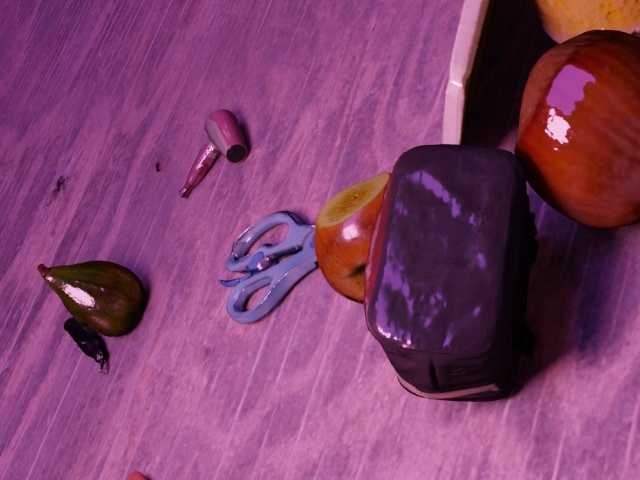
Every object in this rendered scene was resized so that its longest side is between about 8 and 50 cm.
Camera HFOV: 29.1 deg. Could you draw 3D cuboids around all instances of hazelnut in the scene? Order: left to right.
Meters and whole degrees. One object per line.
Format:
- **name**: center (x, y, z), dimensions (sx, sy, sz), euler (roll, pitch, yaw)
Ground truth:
- **hazelnut**: center (0.304, -0.126, 1.290), dimensions (0.210, 0.186, 0.210), euler (-33, 23, 16)

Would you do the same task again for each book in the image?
- **book**: center (0.194, -0.261, 1.533), dimensions (0.035, 0.239, 0.352), euler (11, 62, 9)

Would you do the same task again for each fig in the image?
- **fig**: center (-0.365, 0.079, 1.932), dimensions (0.117, 0.178, 0.117), euler (-53, 24, 36)

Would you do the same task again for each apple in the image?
- **apple**: center (0.064, -0.006, 1.491), dimensions (0.146, 0.163, 0.147), euler (-13, 47, 23)

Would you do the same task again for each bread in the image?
- **bread**: center (0.325, -0.334, 1.450), dimensions (0.197, 0.170, 0.197), euler (-25, 36, 20)

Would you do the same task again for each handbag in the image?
- **handbag**: center (0.137, 0.039, 1.307), dimensions (0.181, 0.181, 0.254), euler (3, 65, 14)

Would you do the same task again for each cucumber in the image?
- **cucumber**: center (-0.375, 0.166, 1.988), dimensions (0.163, 0.039, 0.043), euler (30, 107, 58)

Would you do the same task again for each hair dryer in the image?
- **hair dryer**: center (-0.180, -0.129, 2.009), dimensions (0.154, 0.054, 0.106), euler (-51, 37, 23)

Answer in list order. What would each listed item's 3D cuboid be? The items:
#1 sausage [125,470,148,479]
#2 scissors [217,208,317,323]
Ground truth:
- **sausage**: center (-0.242, 0.345, 1.675), dimensions (0.034, 0.034, 0.083), euler (-54, 35, 1)
- **scissors**: center (0.000, 0.000, 1.680), dimensions (0.393, 0.032, 0.180), euler (-25, 44, 38)
